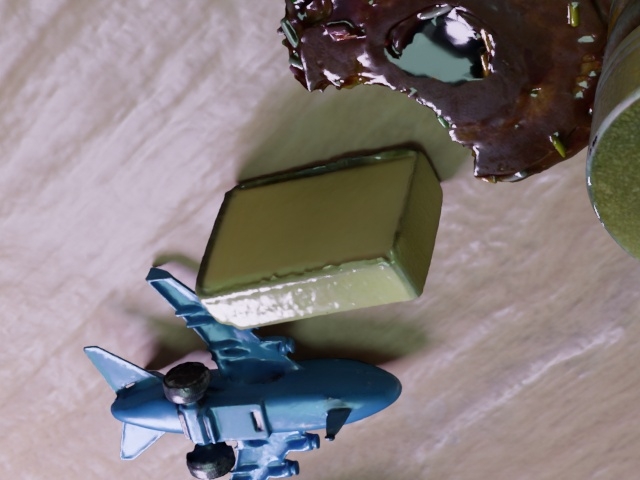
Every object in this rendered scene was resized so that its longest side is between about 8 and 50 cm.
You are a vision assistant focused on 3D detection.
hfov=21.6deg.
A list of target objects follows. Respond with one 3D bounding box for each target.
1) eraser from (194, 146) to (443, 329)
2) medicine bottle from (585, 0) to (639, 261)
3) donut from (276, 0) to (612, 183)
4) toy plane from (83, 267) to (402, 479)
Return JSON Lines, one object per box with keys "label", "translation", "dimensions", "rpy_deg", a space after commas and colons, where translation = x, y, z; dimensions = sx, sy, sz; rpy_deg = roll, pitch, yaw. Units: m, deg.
{"label": "eraser", "translation": [0.000, 0.000, 1.251], "dimensions": [0.172, 0.117, 0.058], "rpy_deg": [-11, 134, 28]}
{"label": "medicine bottle", "translation": [0.232, -0.136, 0.881], "dimensions": [0.151, 0.322, 0.151], "rpy_deg": [9, 137, 9]}
{"label": "donut", "translation": [0.095, -0.152, 1.079], "dimensions": [0.230, 0.096, 0.216], "rpy_deg": [20, 135, -2]}
{"label": "toy plane", "translation": [-0.065, 0.136, 1.428], "dimensions": [0.271, 0.105, 0.254], "rpy_deg": [-1, 120, 24]}
